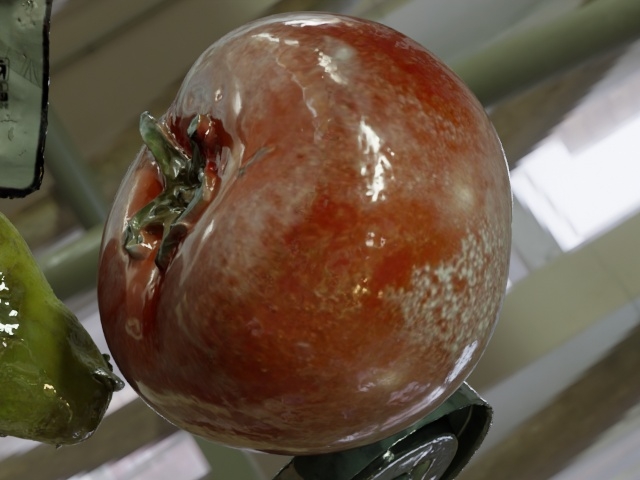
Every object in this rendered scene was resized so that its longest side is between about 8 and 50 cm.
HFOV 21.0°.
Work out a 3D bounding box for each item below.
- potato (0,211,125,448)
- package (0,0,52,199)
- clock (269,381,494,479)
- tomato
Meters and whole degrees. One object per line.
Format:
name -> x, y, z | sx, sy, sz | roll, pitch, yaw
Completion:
potato -> -0.224, 0.044, 1.099 | 0.225, 0.117, 0.090 | 44, -8, 2
package -> -0.218, -0.150, 1.004 | 0.030, 0.154, 0.239 | -11, 110, -69
clock -> 0.029, 0.175, 1.232 | 0.042, 0.215, 0.215 | 48, -9, 22
tomato -> 0.000, 0.000, 1.034 | 0.227, 0.270, 0.270 | 20, 14, -26
